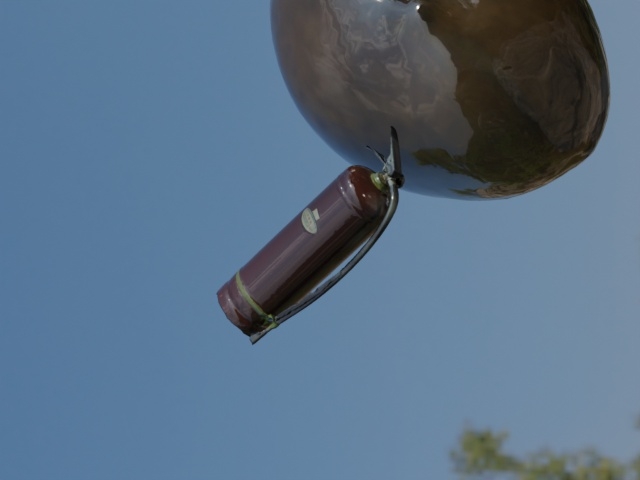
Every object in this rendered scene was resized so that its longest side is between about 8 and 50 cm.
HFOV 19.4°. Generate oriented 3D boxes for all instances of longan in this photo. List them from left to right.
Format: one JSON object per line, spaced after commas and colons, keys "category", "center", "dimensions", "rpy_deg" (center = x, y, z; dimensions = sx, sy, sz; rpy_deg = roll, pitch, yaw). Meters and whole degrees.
{"category": "longan", "center": [0.109, -0.179, 1.719], "dimensions": [0.288, 0.350, 0.288], "rpy_deg": [-30, -42, -31]}

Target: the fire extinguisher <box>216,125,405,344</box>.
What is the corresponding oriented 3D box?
{"category": "fire extinguisher", "center": [0.000, 0.000, 1.173], "dimensions": [0.043, 0.158, 0.064], "rpy_deg": [23, -146, -41]}
